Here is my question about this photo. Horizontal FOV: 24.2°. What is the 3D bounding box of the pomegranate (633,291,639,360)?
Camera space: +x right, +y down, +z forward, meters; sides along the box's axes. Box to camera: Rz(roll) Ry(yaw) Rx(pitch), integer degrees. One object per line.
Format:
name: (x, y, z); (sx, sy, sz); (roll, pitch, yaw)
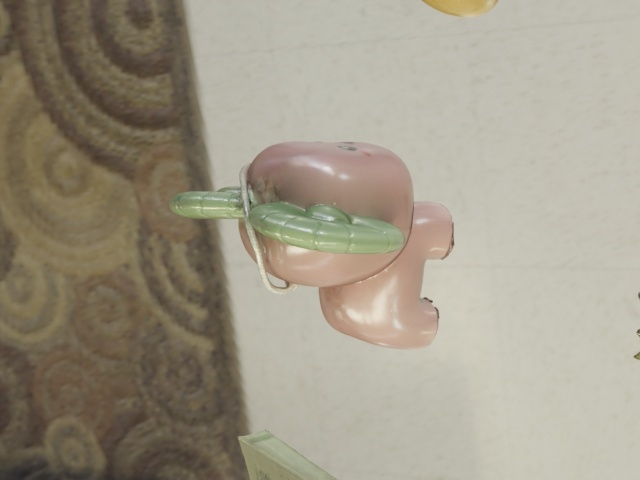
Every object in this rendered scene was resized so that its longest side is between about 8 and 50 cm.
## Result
pomegranate: (0.242, 0.009, 0.818); (0.169, 0.148, 0.148); (-35, 81, 0)

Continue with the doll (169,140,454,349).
doll: (0.000, 0.000, 1.571); (0.284, 0.268, 0.216); (13, 97, 54)

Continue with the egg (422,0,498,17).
egg: (0.103, -0.219, 1.179); (0.080, 0.080, 0.096); (-23, 107, 36)

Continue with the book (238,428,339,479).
book: (0.025, 0.259, 1.042); (0.283, 0.025, 0.214); (11, 117, 67)
